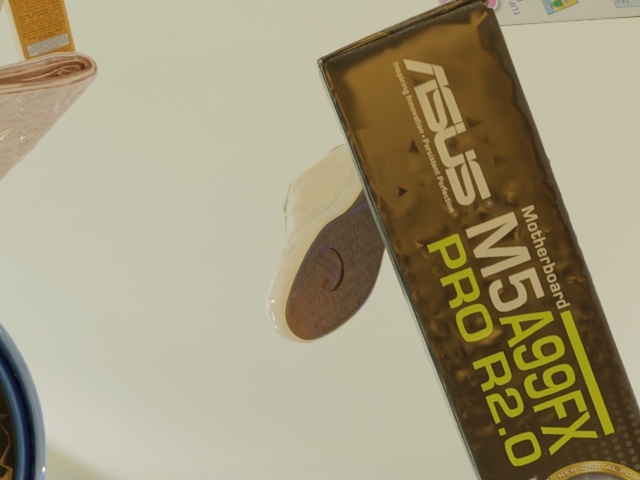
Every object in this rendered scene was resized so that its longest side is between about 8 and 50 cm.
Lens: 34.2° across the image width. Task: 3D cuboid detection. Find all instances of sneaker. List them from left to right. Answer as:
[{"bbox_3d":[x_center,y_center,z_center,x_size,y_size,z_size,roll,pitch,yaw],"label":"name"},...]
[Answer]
[{"bbox_3d":[0.000,0.000,1.104,0.123,0.290,0.106,-8,-54,38],"label":"sneaker"}]

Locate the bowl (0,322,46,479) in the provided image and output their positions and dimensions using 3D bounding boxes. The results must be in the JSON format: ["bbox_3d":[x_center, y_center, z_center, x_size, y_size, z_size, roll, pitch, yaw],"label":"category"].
[{"bbox_3d":[-0.433,0.195,0.895,0.391,0.391,0.077,15,-14,-2],"label":"bowl"}]

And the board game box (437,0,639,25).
[{"bbox_3d":[0.238,-0.355,1.132,0.317,0.064,0.242,8,-44,44],"label":"board game box"}]

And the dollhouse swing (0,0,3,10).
[{"bbox_3d":[-0.403,-0.213,0.562,0.315,0.347,0.305,43,-16,16],"label":"dollhouse swing"}]

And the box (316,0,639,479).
[{"bbox_3d":[0.074,0.042,0.437,0.060,0.270,0.216,-21,7,4],"label":"box"}]

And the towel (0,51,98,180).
[{"bbox_3d":[-0.465,-0.120,1.229,0.317,0.053,0.332,-16,-8,-40],"label":"towel"}]

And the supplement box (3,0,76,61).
[{"bbox_3d":[-0.390,-0.325,1.415,0.080,0.078,0.233,-23,-32,-15],"label":"supplement box"}]
